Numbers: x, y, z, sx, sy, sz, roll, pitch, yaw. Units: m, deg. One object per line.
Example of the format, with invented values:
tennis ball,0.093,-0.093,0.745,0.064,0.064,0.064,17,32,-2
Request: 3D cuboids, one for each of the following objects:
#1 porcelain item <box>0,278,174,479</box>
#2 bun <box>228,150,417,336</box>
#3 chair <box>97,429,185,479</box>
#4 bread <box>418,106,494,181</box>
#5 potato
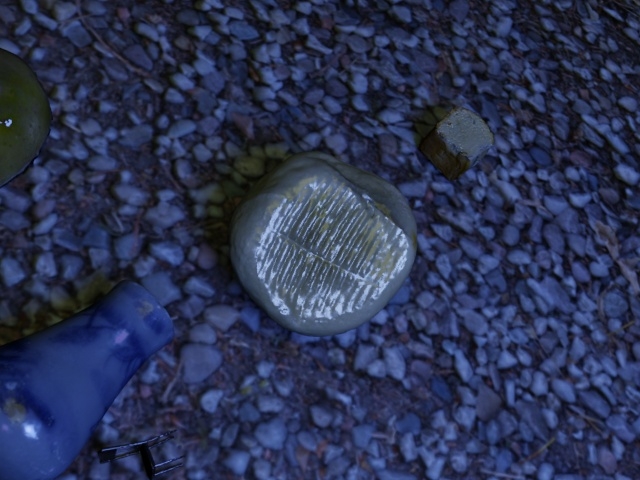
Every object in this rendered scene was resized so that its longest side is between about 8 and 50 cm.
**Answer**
porcelain item,-0.269,0.148,0.732,0.141,0.141,0.259,44,52,7
bun,0.000,0.000,0.879,0.229,0.145,0.229,-2,100,-14
chair,-0.189,0.233,0.763,0.086,0.037,0.042,-9,57,-24
bread,0.196,-0.139,1.037,0.076,0.070,0.083,-39,82,-27
potato,-0.418,-0.162,0.844,0.182,0.117,0.202,33,60,-3
